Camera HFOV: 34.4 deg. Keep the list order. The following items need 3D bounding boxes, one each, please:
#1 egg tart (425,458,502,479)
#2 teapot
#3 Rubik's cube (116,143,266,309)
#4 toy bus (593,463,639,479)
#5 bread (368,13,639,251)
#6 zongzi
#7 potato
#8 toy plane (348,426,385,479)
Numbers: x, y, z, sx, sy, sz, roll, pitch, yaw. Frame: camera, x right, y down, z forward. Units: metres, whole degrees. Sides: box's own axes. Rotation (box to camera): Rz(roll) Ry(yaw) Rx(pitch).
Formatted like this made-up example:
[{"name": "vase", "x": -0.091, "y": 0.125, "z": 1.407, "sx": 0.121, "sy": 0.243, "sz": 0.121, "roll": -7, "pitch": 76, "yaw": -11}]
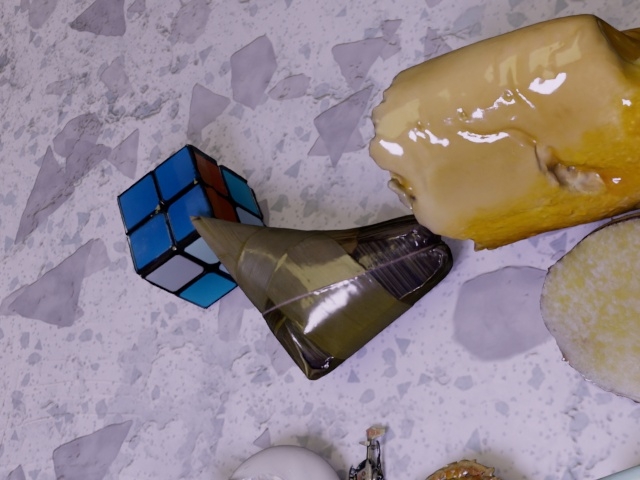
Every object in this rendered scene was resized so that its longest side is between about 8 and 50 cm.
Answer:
[{"name": "egg tart", "x": 0.172, "y": 0.405, "z": 1.301, "sx": 0.232, "sy": 0.098, "sz": 0.252, "roll": 21, "pitch": 79, "yaw": 46}, {"name": "teapot", "x": -0.051, "y": 0.385, "z": 1.437, "sx": 0.298, "sy": 0.139, "sz": 0.204, "roll": -8, "pitch": 63, "yaw": 33}, {"name": "Rubik's cube", "x": -0.203, "y": -0.021, "z": 1.698, "sx": 0.167, "sy": 0.180, "sz": 0.183, "roll": -34, "pitch": 56, "yaw": 19}, {"name": "toy bus", "x": 0.383, "y": 0.378, "z": 1.112, "sx": 0.133, "sy": 0.165, "sz": 0.271, "roll": -27, "pitch": 57, "yaw": 23}, {"name": "bread", "x": 0.298, "y": -0.130, "z": 1.293, "sx": 0.394, "sy": 0.361, "sz": 0.250, "roll": -12, "pitch": 89, "yaw": 29}, {"name": "zongzi", "x": 0.000, "y": 0.000, "z": 1.501, "sx": 0.289, "sy": 0.154, "sz": 0.317, "roll": -41, "pitch": 85, "yaw": 9}, {"name": "potato", "x": 0.417, "y": 0.069, "z": 1.225, "sx": 0.299, "sy": 0.116, "sz": 0.239, "roll": -36, "pitch": 83, "yaw": 48}, {"name": "toy plane", "x": 0.067, "y": 0.322, "z": 1.450, "sx": 0.049, "sy": 0.031, "sz": 0.121, "roll": -8, "pitch": 68, "yaw": 27}]
